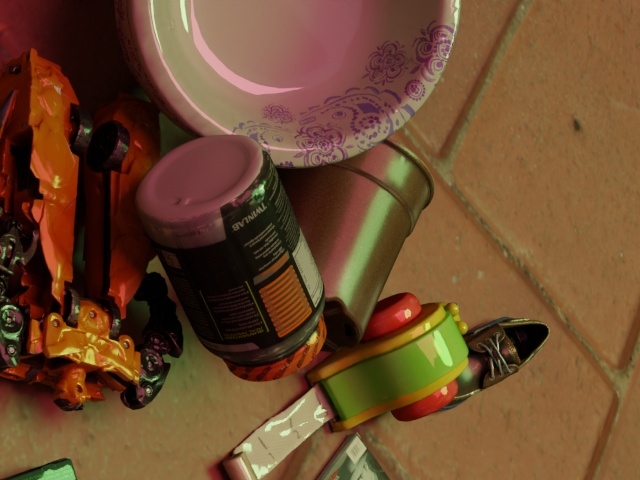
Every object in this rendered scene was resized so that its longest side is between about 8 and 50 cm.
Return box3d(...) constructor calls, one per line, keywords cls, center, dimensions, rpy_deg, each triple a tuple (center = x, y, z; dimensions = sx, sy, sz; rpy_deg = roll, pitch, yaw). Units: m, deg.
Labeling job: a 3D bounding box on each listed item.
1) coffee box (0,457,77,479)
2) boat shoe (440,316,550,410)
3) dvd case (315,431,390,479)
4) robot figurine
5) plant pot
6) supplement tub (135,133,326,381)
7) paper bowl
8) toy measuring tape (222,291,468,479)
box3d(cls="coffee box", center=(-0.217, 0.271, 1.512), dimensions=(0.113, 0.040, 0.184), rpy_deg=(-16, 86, -48))
box3d(cls="boat shoe", center=(0.163, 0.113, 1.956), dimensions=(0.183, 0.066, 0.066), rpy_deg=(-31, 97, -48))
box3d(cls="dvd case", center=(0.043, 0.250, 1.817), dimensions=(0.119, 0.013, 0.087), rpy_deg=(56, 43, -17))
box3d(cls="robot figurine", center=(-0.203, 0.003, 1.599), dimensions=(0.211, 0.085, 0.291), rpy_deg=(22, 59, -40))
box3d(cls="plant pot", center=(0.000, 0.000, 1.770), dimensions=(0.167, 0.167, 0.165), rpy_deg=(38, 59, -31))
box3d(cls="supplement tub", center=(-0.067, 0.018, 1.602), dimensions=(0.117, 0.117, 0.190), rpy_deg=(-60, 141, -41))
box3d(cls="paper bowl", center=(-0.035, -0.208, 1.669), dimensions=(0.284, 0.148, 0.284), rpy_deg=(-3, 100, -15))
box3d(cls="toy measuring tape", center=(0.045, 0.132, 1.790), dimensions=(0.330, 0.121, 0.121), rpy_deg=(-34, 101, -47))
